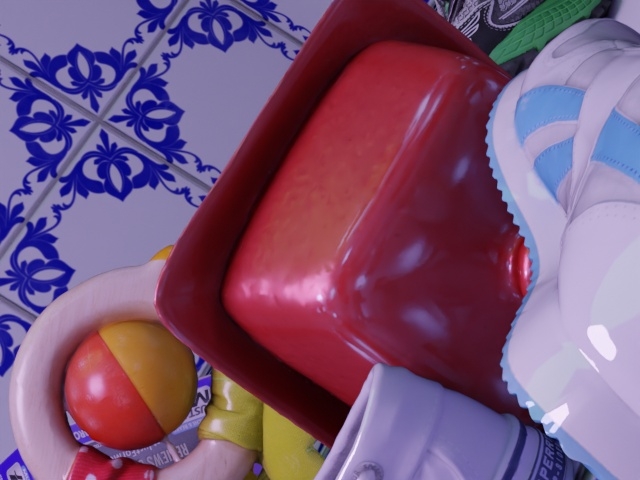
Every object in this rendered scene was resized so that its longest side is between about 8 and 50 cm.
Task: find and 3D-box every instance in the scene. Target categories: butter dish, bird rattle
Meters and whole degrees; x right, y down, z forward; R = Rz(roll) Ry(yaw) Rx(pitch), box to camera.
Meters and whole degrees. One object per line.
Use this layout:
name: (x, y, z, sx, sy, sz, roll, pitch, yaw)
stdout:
butter dish: (0.053, 0.005, 0.530, 0.159, 0.160, 0.118, -58, 27, -13)
bird rattle: (-0.107, 0.122, 0.952, 0.253, 0.207, 0.143, -34, -9, 5)

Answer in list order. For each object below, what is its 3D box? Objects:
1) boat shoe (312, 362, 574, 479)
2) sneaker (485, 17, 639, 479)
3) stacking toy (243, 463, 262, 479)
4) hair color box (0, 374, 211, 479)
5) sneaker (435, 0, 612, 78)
boat shoe: (-0.019, 0.144, 0.527, 0.258, 0.084, 0.095, -55, 7, 20)
sneaker: (0.102, -0.015, 0.397, 0.092, 0.087, 0.228, -49, 13, 21)
stacking toy: (-0.026, 0.134, 1.110, 0.221, 0.052, 0.167, -57, 5, -24)
hair color box: (-0.215, 0.240, 1.335, 0.185, 0.110, 0.339, -17, -12, -34)
sneaker: (0.114, -0.174, 1.038, 0.134, 0.146, 0.343, -55, 5, 37)
